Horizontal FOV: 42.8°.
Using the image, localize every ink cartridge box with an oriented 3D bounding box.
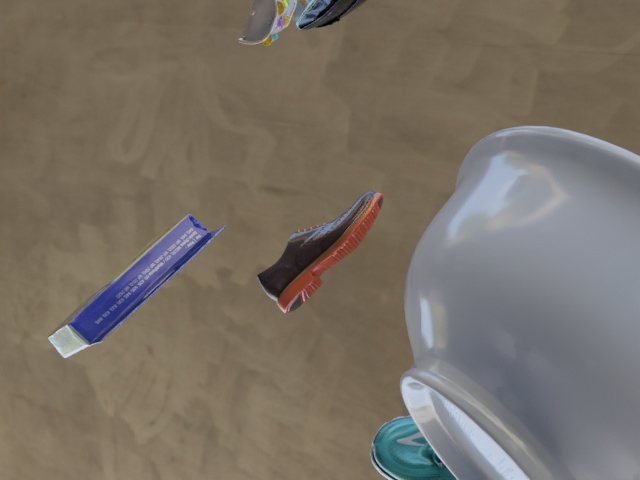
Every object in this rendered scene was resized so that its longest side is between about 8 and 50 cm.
[{"bbox_3d":[-0.345,0.078,1.491,0.072,0.303,0.307,49,-29,-8],"label":"ink cartridge box"}]

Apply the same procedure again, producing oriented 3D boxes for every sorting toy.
[{"bbox_3d":[-0.055,-0.281,1.016,0.045,0.075,0.083,32,-60,12],"label":"sorting toy"}]

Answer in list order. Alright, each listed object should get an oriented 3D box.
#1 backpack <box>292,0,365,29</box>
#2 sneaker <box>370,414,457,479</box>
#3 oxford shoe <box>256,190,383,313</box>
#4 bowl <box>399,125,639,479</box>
[{"bbox_3d":[0.017,-0.420,1.261,0.144,0.166,0.188,52,-36,7],"label":"backpack"},{"bbox_3d":[0.198,0.279,1.005,0.275,0.110,0.107,14,-107,9],"label":"sneaker"},{"bbox_3d":[0.000,0.000,1.441,0.098,0.097,0.271,43,-95,17],"label":"oxford shoe"},{"bbox_3d":[0.142,0.092,0.475,0.298,0.134,0.298,47,-16,18],"label":"bowl"}]
